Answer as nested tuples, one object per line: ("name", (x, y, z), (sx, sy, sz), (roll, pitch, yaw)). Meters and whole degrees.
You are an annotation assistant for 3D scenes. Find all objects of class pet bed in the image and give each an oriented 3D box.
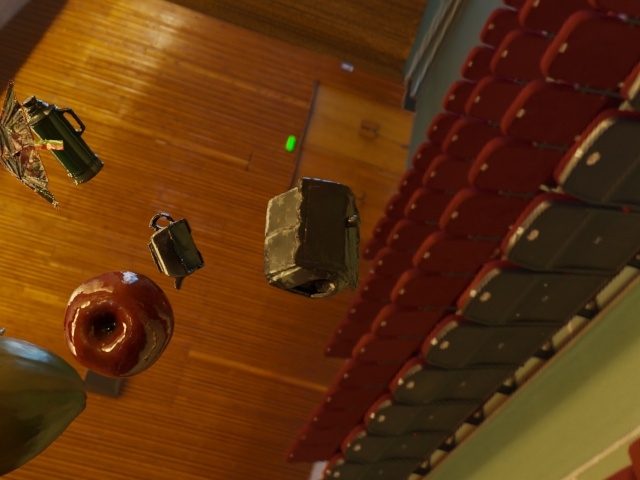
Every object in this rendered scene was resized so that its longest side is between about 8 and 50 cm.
("pet bed", (0.000, 0.000, 1.334), (0.159, 0.183, 0.211), (-21, 57, 40))

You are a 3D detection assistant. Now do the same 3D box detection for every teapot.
("teapot", (-0.338, 0.025, 1.490), (0.177, 0.096, 0.087), (69, -159, -8))

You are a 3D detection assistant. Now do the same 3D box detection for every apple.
("apple", (-0.405, 0.168, 1.337), (0.201, 0.218, 0.218), (-115, 42, -88))

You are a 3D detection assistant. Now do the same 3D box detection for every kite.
("kite", (-0.418, -0.129, 0.934), (0.010, 0.159, 0.190), (-39, -64, -57))

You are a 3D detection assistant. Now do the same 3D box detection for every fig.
("fig", (-0.535, 0.282, 1.120), (0.239, 0.270, 0.240), (179, 90, -79))

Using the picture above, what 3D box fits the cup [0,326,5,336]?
("cup", (-0.920, 0.191, 1.747), (0.142, 0.173, 0.134), (20, -107, -71))

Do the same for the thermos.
("thermos", (-0.517, -0.205, 1.319), (0.083, 0.188, 0.073), (-9, 40, 31))
